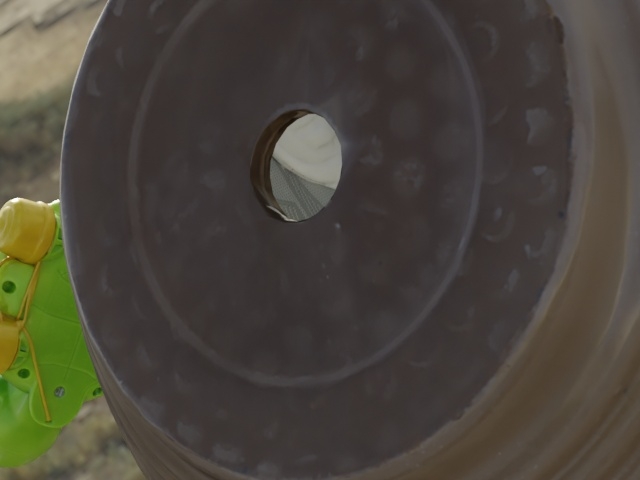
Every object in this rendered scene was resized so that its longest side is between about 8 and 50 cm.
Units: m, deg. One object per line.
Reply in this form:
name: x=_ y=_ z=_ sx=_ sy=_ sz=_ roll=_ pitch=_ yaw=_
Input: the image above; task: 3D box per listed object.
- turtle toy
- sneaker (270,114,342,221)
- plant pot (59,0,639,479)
turtle toy: x=-0.115 y=0.037 z=0.834 sx=0.066 sy=0.095 sz=0.130 roll=24 pitch=95 yaw=58
sneaker: x=0.000 y=0.000 z=1.056 sx=0.100 sy=0.271 sz=0.108 roll=14 pitch=73 yaw=56
plant pot: x=0.026 y=-0.008 z=0.394 sx=0.237 sy=0.237 sz=0.109 roll=-13 pitch=-11 yaw=35
